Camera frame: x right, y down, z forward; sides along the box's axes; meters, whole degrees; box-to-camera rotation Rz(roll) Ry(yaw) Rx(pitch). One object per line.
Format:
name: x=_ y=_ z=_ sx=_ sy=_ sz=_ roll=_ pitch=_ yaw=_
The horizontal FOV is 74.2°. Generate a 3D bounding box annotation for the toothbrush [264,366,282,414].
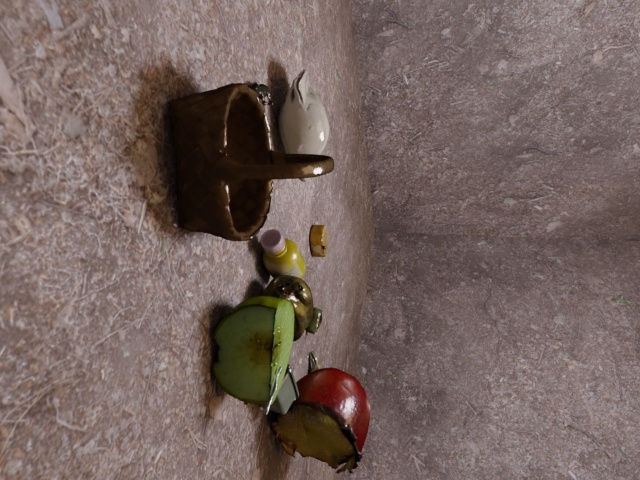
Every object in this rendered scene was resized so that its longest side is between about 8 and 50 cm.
toothbrush: x=-0.116 y=0.368 z=1.042 sx=0.013 sy=0.011 sz=0.131 roll=62 pitch=30 yaw=-31

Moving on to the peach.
peach: x=0.009 y=0.641 z=1.539 sx=0.416 sy=0.339 sz=0.353 roll=66 pitch=33 yaw=-74

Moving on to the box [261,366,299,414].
box: x=-0.148 y=0.474 z=1.352 sx=0.093 sy=0.124 sz=0.172 roll=-58 pitch=148 yaw=-44

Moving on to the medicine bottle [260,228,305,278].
medicine bottle: x=-0.127 y=0.047 z=1.345 sx=0.212 sy=0.122 sz=0.122 roll=68 pitch=28 yaw=-57

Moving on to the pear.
pear: x=-0.168 y=0.266 z=1.153 sx=0.292 sy=0.159 sz=0.292 roll=6 pitch=90 yaw=-77

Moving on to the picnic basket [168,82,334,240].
picnic basket: x=-0.129 y=-0.164 z=0.916 sx=0.293 sy=0.337 sz=0.337 roll=-46 pitch=136 yaw=-69

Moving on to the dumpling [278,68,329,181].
dumpling: x=-0.051 y=-0.397 z=1.487 sx=0.260 sy=0.181 sz=0.341 roll=-76 pitch=142 yaw=-68

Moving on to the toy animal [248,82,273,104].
toy animal: x=-0.179 y=-0.421 z=1.222 sx=0.136 sy=0.047 sz=0.065 roll=-51 pitch=136 yaw=-64

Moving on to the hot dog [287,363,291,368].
hot dog: x=-0.141 y=0.421 z=1.450 sx=0.147 sy=0.065 sz=0.099 roll=70 pitch=-4 yaw=-55

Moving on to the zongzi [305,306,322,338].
zongzi: x=-0.028 y=0.389 z=1.939 sx=0.130 sy=0.062 sz=0.154 roll=87 pitch=16 yaw=-72

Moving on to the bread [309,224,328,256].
bread: x=0.000 y=0.000 z=1.934 sx=0.122 sy=0.073 sz=0.149 roll=-75 pitch=162 yaw=-46

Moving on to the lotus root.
lotus root: x=-0.103 y=0.215 z=1.353 sx=0.275 sy=0.160 sz=0.152 roll=93 pitch=20 yaw=-48

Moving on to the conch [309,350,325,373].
conch: x=-0.007 y=0.649 z=1.974 sx=0.234 sy=0.114 sz=0.137 roll=44 pitch=26 yaw=-23
